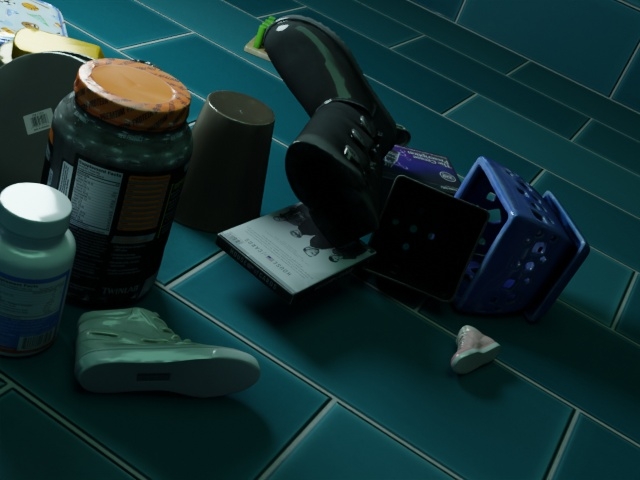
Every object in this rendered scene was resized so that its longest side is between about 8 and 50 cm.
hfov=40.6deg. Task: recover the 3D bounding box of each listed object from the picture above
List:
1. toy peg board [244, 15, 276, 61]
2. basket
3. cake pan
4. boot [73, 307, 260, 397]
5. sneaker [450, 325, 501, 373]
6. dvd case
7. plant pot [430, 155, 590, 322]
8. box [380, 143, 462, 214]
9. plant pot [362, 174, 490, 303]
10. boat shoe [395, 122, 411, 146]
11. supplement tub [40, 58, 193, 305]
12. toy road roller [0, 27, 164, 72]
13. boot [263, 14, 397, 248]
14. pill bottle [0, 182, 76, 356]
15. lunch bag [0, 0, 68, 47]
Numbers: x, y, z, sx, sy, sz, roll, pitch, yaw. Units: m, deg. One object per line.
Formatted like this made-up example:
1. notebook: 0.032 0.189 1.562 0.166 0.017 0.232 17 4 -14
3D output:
1. toy peg board: -0.113 -0.567 2.467 0.161 0.079 0.161 22 30 1
2. basket: -0.178 -0.149 1.604 0.204 0.227 0.154 6 33 -24
3. cake pan: -0.459 -0.189 1.453 0.293 0.293 0.054 26 -8 7
4. boot: -0.217 0.148 1.229 0.258 0.095 0.123 7 40 -22
5. sneaker: 0.253 0.189 1.513 0.134 0.051 0.070 -10 41 -47
6. dvd case: -0.039 0.013 1.500 0.179 0.029 0.239 37 37 23
7. plant pot: 0.377 0.008 1.711 0.212 0.236 0.236 17 29 -19
8. box: 0.174 -0.133 1.933 0.261 0.103 0.184 11 34 -17
9. plant pot: 0.189 -0.011 1.661 0.187 0.188 0.167 22 6 -4
10. boat shoe: 0.099 -0.244 2.049 0.105 0.113 0.306 26 18 37
11. supplement tub: -0.314 -0.086 1.306 0.207 0.338 0.207 16 30 -10
12. toy road roller: -0.443 -0.218 1.584 0.329 0.202 0.240 15 41 -15
13. boot: -0.008 -0.224 1.627 0.367 0.146 0.445 44 30 -12
14. pill bottle: -0.399 0.038 1.167 0.124 0.221 0.124 16 30 -10
15. lunch bag: -0.663 -0.439 1.880 0.243 0.115 0.303 8 32 -27
